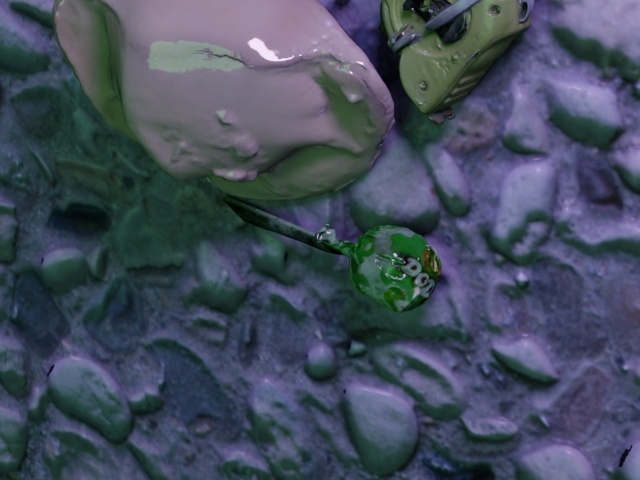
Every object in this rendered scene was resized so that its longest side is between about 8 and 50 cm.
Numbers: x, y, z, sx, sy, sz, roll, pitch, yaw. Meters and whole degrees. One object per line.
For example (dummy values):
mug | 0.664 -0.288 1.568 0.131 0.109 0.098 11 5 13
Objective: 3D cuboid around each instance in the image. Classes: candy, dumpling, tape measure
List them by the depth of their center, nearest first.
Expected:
tape measure | 0.130 -0.230 1.712 0.154 0.087 0.177 53 127 12
dumpling | -0.093 -0.163 1.875 0.395 0.233 0.315 9 144 22
candy | -0.001 -0.002 1.911 0.323 0.097 0.097 21 117 40
